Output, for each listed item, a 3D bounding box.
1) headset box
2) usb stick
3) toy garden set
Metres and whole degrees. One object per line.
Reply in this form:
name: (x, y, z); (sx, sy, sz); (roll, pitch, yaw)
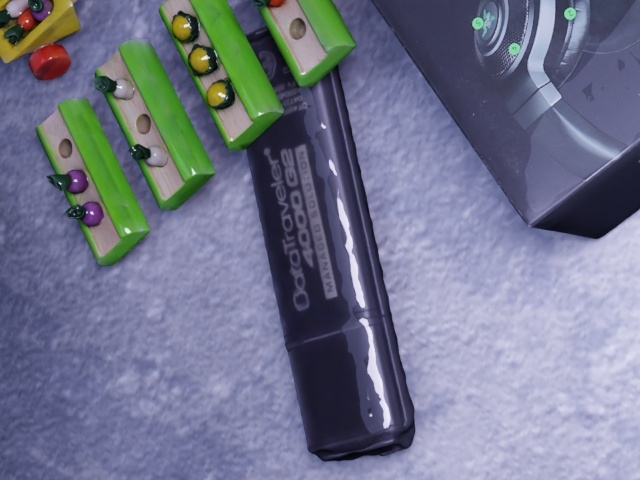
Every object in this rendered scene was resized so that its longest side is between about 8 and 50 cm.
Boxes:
headset box: (0.164, -0.170, 1.122); (0.246, 0.131, 0.283); (-40, 71, 18)
usb stick: (0.000, 0.000, 1.239); (0.077, 0.045, 0.278); (-18, 79, 33)
toy garden set: (-0.115, -0.133, 1.269); (0.244, 0.049, 0.204); (-40, 66, 31)
